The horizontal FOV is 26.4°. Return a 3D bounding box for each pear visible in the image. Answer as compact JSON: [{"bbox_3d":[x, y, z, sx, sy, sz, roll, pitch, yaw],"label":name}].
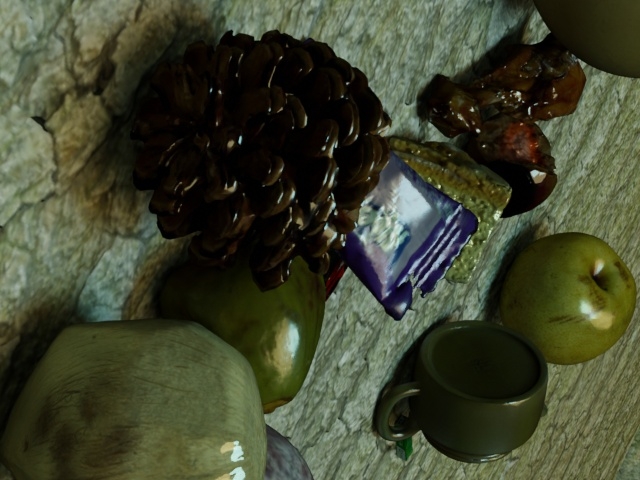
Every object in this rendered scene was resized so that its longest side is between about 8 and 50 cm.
[{"bbox_3d":[0.372,0.094,2.079,0.209,0.209,0.208,-43,146,-39],"label":"pear"}]

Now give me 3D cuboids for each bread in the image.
[{"bbox_3d":[0.131,-0.036,1.570,0.127,0.152,0.147,0,113,-54],"label":"bread"}]

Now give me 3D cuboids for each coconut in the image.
[{"bbox_3d":[-0.158,0.168,1.128,0.224,0.224,0.224,-43,146,-39],"label":"coconut"}]

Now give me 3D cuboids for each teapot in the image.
[{"bbox_3d":[0.201,0.232,1.891,0.268,0.185,0.175,-6,125,-18],"label":"teapot"}]

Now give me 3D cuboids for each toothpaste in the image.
[{"bbox_3d":[0.120,0.284,1.955,0.020,0.017,0.083,-51,151,-34],"label":"toothpaste"}]

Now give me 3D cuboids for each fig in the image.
[{"bbox_3d":[-0.069,0.077,1.271,0.154,0.165,0.144,4,147,-34],"label":"fig"}]

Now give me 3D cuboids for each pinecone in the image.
[{"bbox_3d":[-0.058,-0.075,1.124,0.221,0.221,0.221,-43,146,-39],"label":"pinecone"}]

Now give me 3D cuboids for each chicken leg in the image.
[{"bbox_3d":[0.224,-0.186,1.688,0.304,0.113,0.093,-19,167,-46],"label":"chicken leg"}]

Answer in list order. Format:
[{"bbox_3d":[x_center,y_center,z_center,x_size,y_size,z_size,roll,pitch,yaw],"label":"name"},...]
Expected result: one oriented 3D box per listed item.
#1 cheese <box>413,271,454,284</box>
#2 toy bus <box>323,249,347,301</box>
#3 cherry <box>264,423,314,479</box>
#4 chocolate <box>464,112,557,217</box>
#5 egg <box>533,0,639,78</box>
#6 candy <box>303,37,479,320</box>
[{"bbox_3d":[0.155,0.016,1.778,0.097,0.037,0.192,-61,154,-8],"label":"cheese"},{"bbox_3d":[0.000,0.000,1.425,0.195,0.081,0.089,-60,164,-17],"label":"toy bus"},{"bbox_3d":[-0.105,0.281,1.304,0.285,0.213,0.236,-18,117,-45],"label":"cherry"},{"bbox_3d":[0.247,-0.103,1.755,0.124,0.127,0.133,59,44,-18],"label":"chocolate"},{"bbox_3d":[0.387,-0.368,1.597,0.301,0.301,0.373,-47,141,-35],"label":"egg"},{"bbox_3d":[0.036,-0.055,1.343,0.275,0.070,0.145,45,75,-22],"label":"candy"}]
